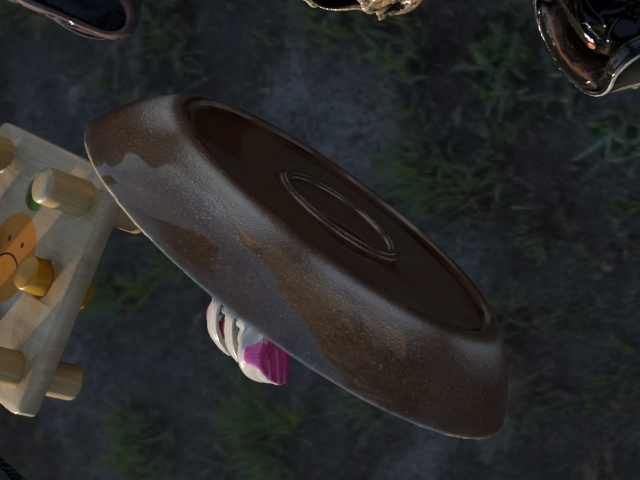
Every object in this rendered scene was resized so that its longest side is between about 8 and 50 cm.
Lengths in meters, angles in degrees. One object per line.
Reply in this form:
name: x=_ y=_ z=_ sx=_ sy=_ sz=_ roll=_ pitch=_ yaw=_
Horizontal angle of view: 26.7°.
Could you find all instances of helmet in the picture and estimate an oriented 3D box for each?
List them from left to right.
helmet: x=0.294 y=-0.222 z=1.234 sx=0.161 sy=0.169 sz=0.169 roll=-30 pitch=67 yaw=-9

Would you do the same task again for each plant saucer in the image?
plant saucer: x=0.000 y=0.000 z=0.824 sx=0.310 sy=0.310 sz=0.050 roll=44 pitch=106 yaw=29

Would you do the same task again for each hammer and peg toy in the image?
hammer and peg toy: x=-0.344 y=0.014 z=1.430 sx=0.361 sy=0.127 sz=0.266 roll=23 pitch=92 yaw=48

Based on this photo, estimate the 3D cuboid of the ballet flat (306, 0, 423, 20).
ballet flat: x=0.016 y=-0.203 z=1.051 sx=0.058 sy=0.084 sz=0.250 roll=-57 pitch=26 yaw=-3

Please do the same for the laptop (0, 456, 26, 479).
laptop: x=-0.141 y=0.254 z=0.735 sx=0.234 sy=0.264 sz=0.136 roll=30 pitch=65 yaw=37

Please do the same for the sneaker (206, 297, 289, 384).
sneaker: x=-0.091 y=0.112 z=1.698 sx=0.111 sy=0.252 sz=0.103 roll=3 pitch=100 yaw=1

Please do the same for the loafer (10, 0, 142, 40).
loafer: x=-0.276 y=-0.262 z=1.120 sx=0.109 sy=0.302 sz=0.095 roll=-56 pitch=23 yaw=10
